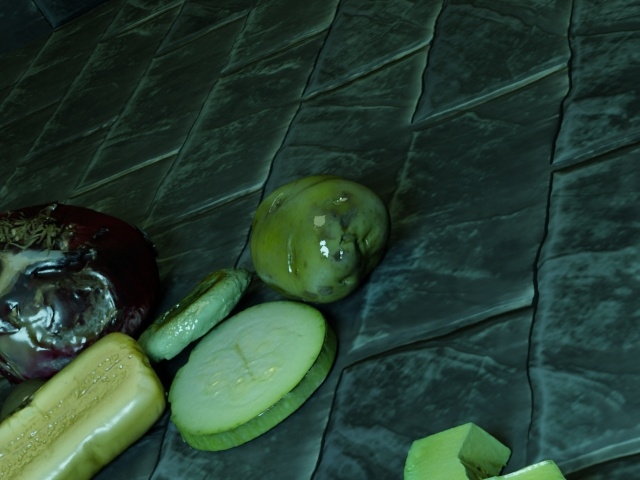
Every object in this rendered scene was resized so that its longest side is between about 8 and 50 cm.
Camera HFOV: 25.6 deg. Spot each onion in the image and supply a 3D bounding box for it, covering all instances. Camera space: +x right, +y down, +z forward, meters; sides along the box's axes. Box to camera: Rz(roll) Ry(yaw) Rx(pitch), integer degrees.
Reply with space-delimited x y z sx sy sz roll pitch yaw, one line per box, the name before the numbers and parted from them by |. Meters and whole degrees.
onion | -0.367 0.078 1.924 0.314 0.232 0.314 -5 34 4

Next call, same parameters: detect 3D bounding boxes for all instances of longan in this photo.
longan | -0.357 0.219 1.798 0.113 0.092 0.113 -41 18 16

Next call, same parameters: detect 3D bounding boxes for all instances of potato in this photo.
potato | -0.003 -0.003 1.704 0.154 0.137 0.200 -35 16 -26

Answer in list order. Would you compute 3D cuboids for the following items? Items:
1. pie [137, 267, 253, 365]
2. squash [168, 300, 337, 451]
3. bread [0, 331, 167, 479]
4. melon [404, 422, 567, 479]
pie | -0.166 0.094 1.792 0.187 0.041 0.187 -37 10 7
squash | -0.079 0.159 1.645 0.219 0.041 0.219 -25 31 16
bread | -0.318 0.247 1.694 0.305 0.091 0.142 -39 63 -10
melon | 0.148 0.223 1.242 0.118 0.064 0.209 -37 24 -3
